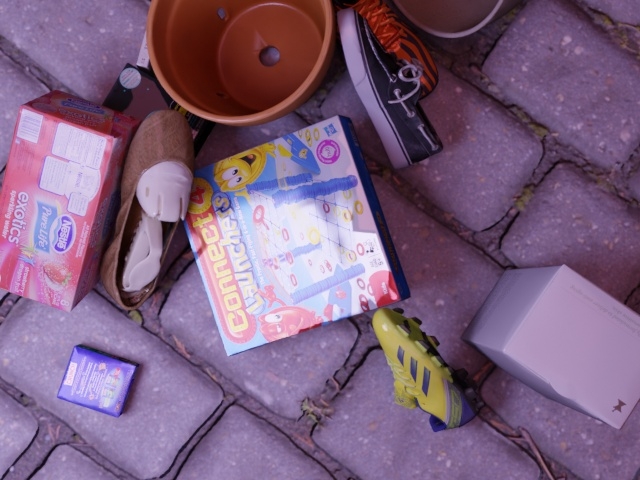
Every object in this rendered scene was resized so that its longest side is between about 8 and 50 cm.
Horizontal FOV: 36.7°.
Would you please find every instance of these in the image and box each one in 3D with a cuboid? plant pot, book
[{"bbox_3d":[-0.103,-0.315,1.531,0.291,0.203,0.290,-1,87,12],"label":"plant pot"},{"bbox_3d":[-0.273,-0.347,1.600,0.035,0.096,0.144,15,86,-2],"label":"book"}]

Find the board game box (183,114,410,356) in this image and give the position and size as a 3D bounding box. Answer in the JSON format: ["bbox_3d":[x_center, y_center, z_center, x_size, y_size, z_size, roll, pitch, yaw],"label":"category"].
[{"bbox_3d":[-0.050,-0.005,1.547,0.302,0.086,0.308,-20,87,15],"label":"board game box"}]

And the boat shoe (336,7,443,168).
[{"bbox_3d":[0.117,-0.244,1.530,0.105,0.113,0.306,-18,125,14],"label":"boat shoe"}]

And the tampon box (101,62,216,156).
[{"bbox_3d":[-0.272,-0.193,1.587,0.161,0.101,0.120,29,86,0],"label":"tampon box"}]

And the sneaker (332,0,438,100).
[{"bbox_3d":[0.070,-0.360,1.572,0.321,0.180,0.124,43,86,1],"label":"sneaker"}]

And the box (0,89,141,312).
[{"bbox_3d":[-0.400,-0.063,1.500,0.154,0.142,0.300,19,110,1],"label":"box"}]

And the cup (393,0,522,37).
[{"bbox_3d":[0.270,-0.515,1.551,0.237,0.331,0.331,-23,87,-31],"label":"cup"}]

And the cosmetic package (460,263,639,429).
[{"bbox_3d":[0.355,0.152,1.460,0.197,0.365,0.155,35,86,-1],"label":"cosmetic package"}]

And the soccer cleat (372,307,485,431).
[{"bbox_3d":[0.153,0.215,1.526,0.121,0.093,0.289,-34,126,13],"label":"soccer cleat"}]

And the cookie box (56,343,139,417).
[{"bbox_3d":[-0.365,0.230,1.587,0.107,0.040,0.091,19,86,-1],"label":"cookie box"}]

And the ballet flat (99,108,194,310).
[{"bbox_3d":[-0.263,-0.031,1.495,0.116,0.124,0.342,9,120,-29],"label":"ballet flat"}]
